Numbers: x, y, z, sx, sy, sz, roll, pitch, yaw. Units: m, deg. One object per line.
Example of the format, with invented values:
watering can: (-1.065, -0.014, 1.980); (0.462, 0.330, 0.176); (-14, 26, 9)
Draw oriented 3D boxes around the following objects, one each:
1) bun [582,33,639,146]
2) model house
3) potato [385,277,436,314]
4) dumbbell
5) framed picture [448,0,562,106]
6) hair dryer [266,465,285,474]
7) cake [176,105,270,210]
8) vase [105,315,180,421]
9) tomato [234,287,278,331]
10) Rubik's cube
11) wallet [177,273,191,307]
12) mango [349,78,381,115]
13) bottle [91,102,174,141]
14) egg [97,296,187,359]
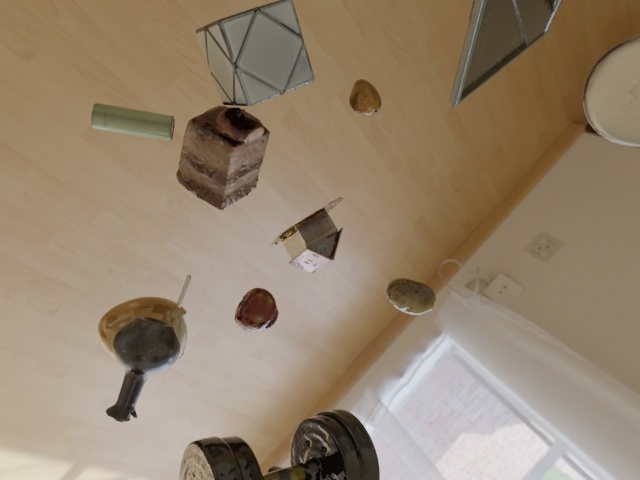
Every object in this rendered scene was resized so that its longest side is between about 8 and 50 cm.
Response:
bun: (0.412, -0.189, 0.559); (0.094, 0.138, 0.138); (-26, 129, -39)
model house: (0.000, 0.000, 1.195); (0.207, 0.219, 0.136); (-29, 87, -29)
potato: (0.230, 0.144, 1.159); (0.137, 0.092, 0.070); (19, 142, -17)
dumbbell: (-0.064, 0.387, 0.718); (0.388, 0.185, 0.185); (3, 114, -36)
framed picture: (0.328, -0.389, 0.727); (0.247, 0.022, 0.335); (-39, 162, -4)
hair dryer: (-0.098, 0.558, 0.936); (0.194, 0.173, 0.050); (-27, 97, -44)
cake: (-0.283, -0.267, 1.303); (0.196, 0.198, 0.293); (-40, 159, -47)
vase: (-0.330, 0.234, 0.816); (0.120, 0.120, 0.183); (24, 79, -39)
tomato: (-0.120, 0.135, 0.850); (0.075, 0.087, 0.087); (34, 96, -15)
Rubik's cube: (-0.169, -0.478, 1.157); (0.205, 0.205, 0.207); (-28, 118, -21)
wallet: (-0.353, 0.130, 1.165); (0.011, 0.044, 0.083); (20, 95, -22)
mango: (0.112, -0.361, 1.131); (0.080, 0.114, 0.060); (2, 141, -25)
bottle: (-0.506, -0.321, 1.221); (0.201, 0.072, 0.072); (7, 114, -12)
egg: (-0.485, 0.254, 1.246); (0.244, 0.201, 0.201); (15, 108, -29)
